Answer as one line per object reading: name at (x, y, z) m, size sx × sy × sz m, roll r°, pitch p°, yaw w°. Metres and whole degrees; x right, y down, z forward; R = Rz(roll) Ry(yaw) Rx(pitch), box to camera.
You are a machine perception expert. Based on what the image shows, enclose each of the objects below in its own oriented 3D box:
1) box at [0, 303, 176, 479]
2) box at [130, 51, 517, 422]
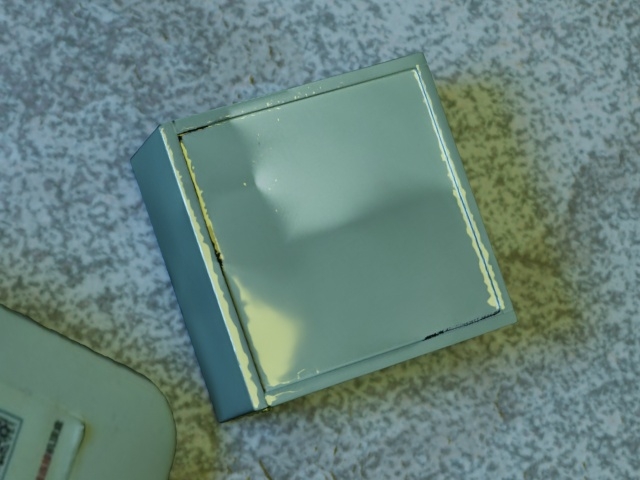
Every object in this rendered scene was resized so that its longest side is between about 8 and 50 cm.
box at (-0.302, 0.218, 1.218) m, size 0.396 × 0.111 × 0.396 m, roll 33°, pitch 67°, yaw -42°
box at (0.000, 0.000, 1.435) m, size 0.225 × 0.117 × 0.225 m, roll -17°, pitch 85°, yaw -20°
